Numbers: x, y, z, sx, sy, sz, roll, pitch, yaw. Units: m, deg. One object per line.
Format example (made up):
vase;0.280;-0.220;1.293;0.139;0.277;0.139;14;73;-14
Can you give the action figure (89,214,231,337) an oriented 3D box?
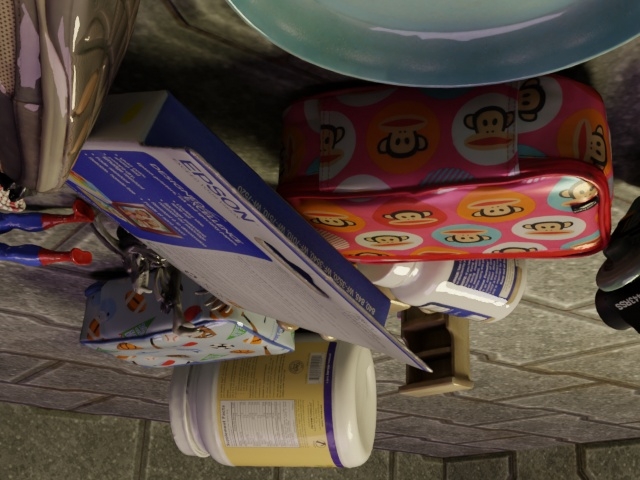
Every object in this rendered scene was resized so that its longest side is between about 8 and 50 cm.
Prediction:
action figure;-0.137;0.037;1.010;0.276;0.140;0.164;7;160;-20

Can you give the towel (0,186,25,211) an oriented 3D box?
towel;-0.373;-0.046;0.773;0.144;0.029;0.197;1;172;-2

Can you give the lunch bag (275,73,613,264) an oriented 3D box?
lunch bag;0.122;-0.050;0.795;0.293;0.120;0.258;-2;162;20

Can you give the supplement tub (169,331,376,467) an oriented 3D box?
supplement tub;-0.079;0.286;1.514;0.332;0.240;0.241;-3;159;14

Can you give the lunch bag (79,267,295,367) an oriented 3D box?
lunch bag;-0.199;0.123;1.281;0.304;0.114;0.243;-8;159;23

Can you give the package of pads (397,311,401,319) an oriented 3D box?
package of pads;0.167;0.113;1.325;0.083;0.031;0.050;12;160;-25

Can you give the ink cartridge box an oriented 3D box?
ink cartridge box;-0.078;-0.013;0.736;0.307;0.072;0.303;7;151;48

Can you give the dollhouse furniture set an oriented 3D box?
dollhouse furniture set;0.086;0.112;1.147;0.242;0.160;0.212;17;155;-34

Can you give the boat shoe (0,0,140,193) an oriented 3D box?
boat shoe;-0.182;-0.166;0.497;0.130;0.132;0.355;19;141;-6

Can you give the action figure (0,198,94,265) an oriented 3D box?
action figure;-0.424;-0.012;0.977;0.281;0.091;0.139;-4;165;12

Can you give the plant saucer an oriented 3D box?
plant saucer;0.085;-0.193;0.511;0.318;0.043;0.317;2;160;1

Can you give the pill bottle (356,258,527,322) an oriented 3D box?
pill bottle;0.141;0.028;0.991;0.187;0.111;0.112;16;155;-32

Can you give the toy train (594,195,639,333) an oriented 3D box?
toy train;0.387;-0.020;0.751;0.142;0.190;0.334;42;146;-2

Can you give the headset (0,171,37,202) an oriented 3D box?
headset;-0.388;-0.113;0.567;0.394;0.185;0.243;-2;167;-41
